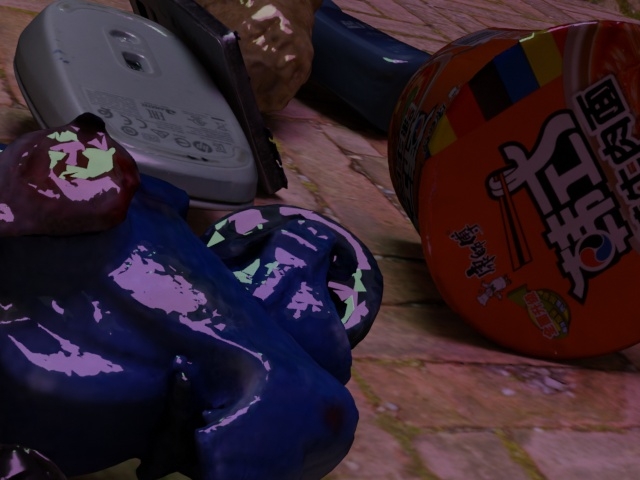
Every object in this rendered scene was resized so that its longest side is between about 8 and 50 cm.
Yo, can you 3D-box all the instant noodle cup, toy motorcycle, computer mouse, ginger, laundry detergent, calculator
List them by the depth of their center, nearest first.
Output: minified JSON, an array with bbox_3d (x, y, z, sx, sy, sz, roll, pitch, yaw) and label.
[{"bbox_3d":[-0.124,0.069,0.592,0.319,0.241,0.182,7,-18,-12],"label":"toy motorcycle"},{"bbox_3d":[0.169,-0.058,1.015,0.250,0.250,0.192,12,13,-16],"label":"instant noodle cup"},{"bbox_3d":[-0.154,-0.091,1.022,0.160,0.097,0.288,12,30,-31],"label":"computer mouse"},{"bbox_3d":[-0.111,-0.155,1.159,0.021,0.161,0.262,-28,36,-15],"label":"calculator"},{"bbox_3d":[-0.106,-0.249,1.375,0.354,0.190,0.126,44,-6,43],"label":"ginger"},{"bbox_3d":[0.014,-0.221,1.459,0.290,0.094,0.143,38,26,31],"label":"laundry detergent"}]

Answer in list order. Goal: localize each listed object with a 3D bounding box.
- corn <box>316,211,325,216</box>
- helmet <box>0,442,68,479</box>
[{"bbox_3d":[0.000,0.000,1.008,0.028,0.027,0.083,-6,23,-3],"label":"corn"},{"bbox_3d":[-0.152,0.137,0.416,0.177,0.107,0.153,33,43,-4],"label":"helmet"}]
